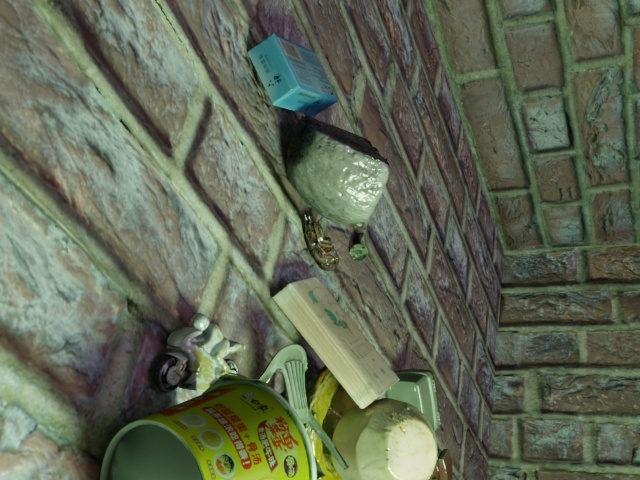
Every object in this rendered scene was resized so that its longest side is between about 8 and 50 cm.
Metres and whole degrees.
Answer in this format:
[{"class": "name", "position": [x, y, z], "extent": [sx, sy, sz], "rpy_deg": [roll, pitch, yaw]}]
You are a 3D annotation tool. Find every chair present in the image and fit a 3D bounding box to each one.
[{"class": "chair", "position": [-0.070, 0.382, 1.563], "extent": [0.274, 0.191, 0.203], "rpy_deg": [62, 18, 17]}]

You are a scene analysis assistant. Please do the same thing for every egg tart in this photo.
[{"class": "egg tart", "position": [0.006, 0.440, 1.794], "extent": [0.315, 0.120, 0.314], "rpy_deg": [11, 78, -64]}]

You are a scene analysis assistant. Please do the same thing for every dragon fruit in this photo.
[{"class": "dragon fruit", "position": [0.020, -0.163, 1.817], "extent": [0.203, 0.221, 0.283], "rpy_deg": [-64, -158, 15]}]

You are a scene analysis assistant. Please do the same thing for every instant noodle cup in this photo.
[{"class": "instant noodle cup", "position": [-0.188, 0.378, 1.190], "extent": [0.222, 0.312, 0.311], "rpy_deg": [4, 83, -57]}]

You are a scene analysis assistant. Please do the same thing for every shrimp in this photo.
[{"class": "shrimp", "position": [-0.001, 0.000, 1.905], "extent": [0.073, 0.075, 0.190], "rpy_deg": [-39, 117, -23]}]

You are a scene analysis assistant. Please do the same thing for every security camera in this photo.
[{"class": "security camera", "position": [0.116, 0.015, 2.197], "extent": [0.092, 0.058, 0.058], "rpy_deg": [-70, 149, -65]}]

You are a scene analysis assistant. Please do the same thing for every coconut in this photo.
[{"class": "coconut", "position": [0.140, 0.469, 1.707], "extent": [0.241, 0.241, 0.241], "rpy_deg": [-4, 90, -66]}]

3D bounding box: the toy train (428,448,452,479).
[{"class": "toy train", "position": [0.244, 0.684, 2.158], "extent": [0.304, 0.222, 0.150], "rpy_deg": [-14, 99, -66]}]

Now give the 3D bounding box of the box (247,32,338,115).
[{"class": "box", "position": [-0.060, -0.383, 1.757], "extent": [0.142, 0.083, 0.232], "rpy_deg": [64, 21, 9]}]

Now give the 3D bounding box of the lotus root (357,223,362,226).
[{"class": "lotus root", "position": [0.096, -0.078, 2.177], "extent": [0.037, 0.030, 0.083], "rpy_deg": [-114, -174, -56]}]

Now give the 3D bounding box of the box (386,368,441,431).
[{"class": "box", "position": [0.299, 0.523, 2.404], "extent": [0.129, 0.148, 0.210], "rpy_deg": [-17, 100, -57]}]

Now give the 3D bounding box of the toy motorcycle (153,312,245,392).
[{"class": "toy motorcycle", "position": [-0.218, 0.211, 1.382], "extent": [0.229, 0.074, 0.151], "rpy_deg": [16, 77, -55]}]

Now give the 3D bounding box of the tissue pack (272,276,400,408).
[{"class": "tissue pack", "position": [0.038, 0.230, 1.742], "extent": [0.325, 0.071, 0.170], "rpy_deg": [51, 19, 11]}]
